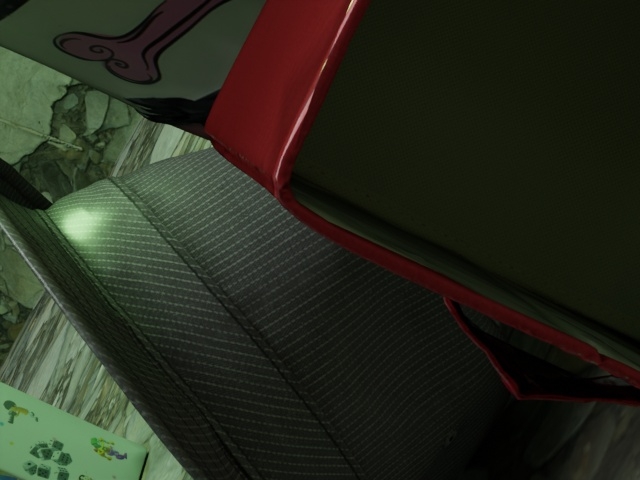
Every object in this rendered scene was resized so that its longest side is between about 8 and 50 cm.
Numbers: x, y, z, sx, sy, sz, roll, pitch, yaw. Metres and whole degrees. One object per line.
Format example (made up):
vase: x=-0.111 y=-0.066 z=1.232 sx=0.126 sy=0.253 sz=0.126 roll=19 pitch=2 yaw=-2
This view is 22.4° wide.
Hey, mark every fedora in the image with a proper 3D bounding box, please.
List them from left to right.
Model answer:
fedora: x=-0.011 y=0.037 z=0.641 sx=0.124 sy=0.244 sz=0.275 roll=-38 pitch=-34 yaw=-7

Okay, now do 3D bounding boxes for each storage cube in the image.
storage cube: x=0.091 y=-0.063 z=0.467 sx=0.215 sy=0.184 sz=0.193 roll=-63 pitch=12 yaw=3

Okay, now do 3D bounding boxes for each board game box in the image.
board game box: x=-0.334 y=0.208 z=1.379 sx=0.224 sy=0.303 sz=0.097 roll=-54 pitch=15 yaw=37

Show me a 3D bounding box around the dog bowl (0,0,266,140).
dog bowl: x=0.011 y=-0.215 z=0.737 sx=0.408 sy=0.150 sz=0.408 roll=-40 pitch=24 yaw=22
